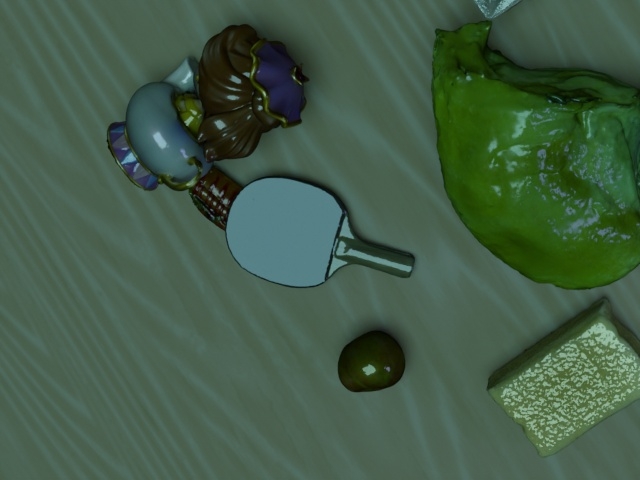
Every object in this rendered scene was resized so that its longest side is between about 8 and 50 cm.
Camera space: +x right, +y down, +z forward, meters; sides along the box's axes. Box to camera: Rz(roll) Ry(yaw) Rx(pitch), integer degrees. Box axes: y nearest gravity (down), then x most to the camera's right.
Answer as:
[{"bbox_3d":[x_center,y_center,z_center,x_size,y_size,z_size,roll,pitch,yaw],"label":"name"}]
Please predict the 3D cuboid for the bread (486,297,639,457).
[{"bbox_3d":[0.320,0.176,1.827,0.188,0.068,0.125,-38,94,18],"label":"bread"}]

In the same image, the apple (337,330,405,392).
[{"bbox_3d":[0.064,0.159,1.867,0.090,0.089,0.074,-29,79,18],"label":"apple"}]

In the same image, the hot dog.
[{"bbox_3d":[-0.111,-0.036,1.880,0.144,0.038,0.062,42,109,-1],"label":"hot dog"}]

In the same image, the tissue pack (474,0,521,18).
[{"bbox_3d":[0.214,-0.302,1.706,0.074,0.094,0.058,-32,97,20],"label":"tissue pack"}]

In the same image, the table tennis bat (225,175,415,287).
[{"bbox_3d":[0.000,0.000,1.854,0.247,0.022,0.138,16,97,-1],"label":"table tennis bat"}]

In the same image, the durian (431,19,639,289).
[{"bbox_3d":[0.263,-0.089,1.700,0.256,0.204,0.339,-5,105,2],"label":"durian"}]

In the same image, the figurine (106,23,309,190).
[{"bbox_3d":[-0.131,-0.163,1.794,0.263,0.142,0.189,-28,58,21],"label":"figurine"}]
